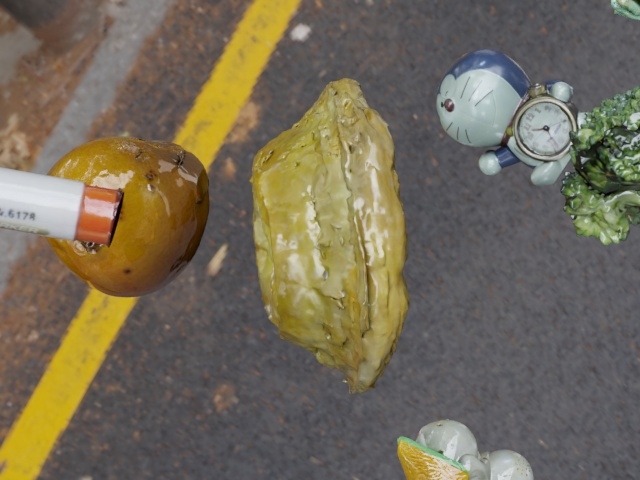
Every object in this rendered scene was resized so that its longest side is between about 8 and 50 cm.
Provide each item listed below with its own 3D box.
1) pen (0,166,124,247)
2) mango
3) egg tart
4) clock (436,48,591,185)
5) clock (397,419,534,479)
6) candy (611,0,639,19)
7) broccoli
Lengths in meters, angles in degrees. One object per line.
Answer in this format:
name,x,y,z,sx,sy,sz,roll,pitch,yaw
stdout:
pen,-0.198,-0.029,0.442,0.028,0.239,0.028,-170,90,-78
mango,-0.113,-0.018,0.730,0.084,0.159,0.105,-8,97,28
egg tart,0.001,0.000,1.139,0.129,0.341,0.341,-7,52,-9
clock,0.296,-0.195,1.769,0.243,0.146,0.199,33,121,11
clock,0.201,0.320,1.492,0.103,0.231,0.144,-50,15,43
candy,0.210,-0.161,0.746,0.288,0.078,0.084,21,86,2
broccoli,0.508,-0.110,1.551,0.338,0.277,0.317,20,105,5
